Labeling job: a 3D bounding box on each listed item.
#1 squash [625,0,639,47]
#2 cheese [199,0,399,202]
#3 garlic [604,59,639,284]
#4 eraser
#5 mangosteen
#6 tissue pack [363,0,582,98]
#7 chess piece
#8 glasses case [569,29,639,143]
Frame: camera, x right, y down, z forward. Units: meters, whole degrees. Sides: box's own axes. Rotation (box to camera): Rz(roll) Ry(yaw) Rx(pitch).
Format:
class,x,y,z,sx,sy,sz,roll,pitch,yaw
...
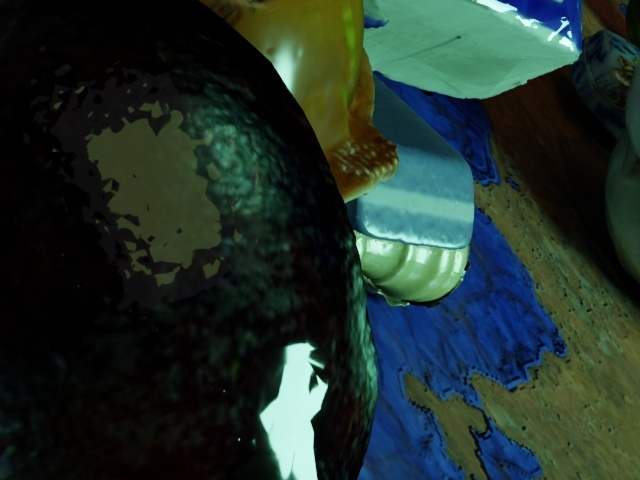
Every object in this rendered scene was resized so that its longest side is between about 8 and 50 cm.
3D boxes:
class,x,y,z,sx,sy,sz,roll,pitch,yaw
squash,0.336,-0.106,1.396,0.252,0.066,0.066,47,27,-3
cheese,-0.102,-0.126,0.703,0.329,0.129,0.217,42,37,13
garlic,0.278,-0.006,1.086,0.203,0.184,0.281,-40,111,-34
eraser,-0.011,-0.076,0.812,0.082,0.036,0.225,7,30,-45
mangosteen,-0.091,0.025,0.478,0.216,0.216,0.216,36,30,-25
tissue pack,0.048,-0.238,0.989,0.209,0.137,0.270,15,69,-44
chess piece,0.001,0.000,0.784,0.172,0.060,0.060,4,52,-52
glasses case,0.279,-0.062,1.256,0.248,0.065,0.087,38,28,-23
